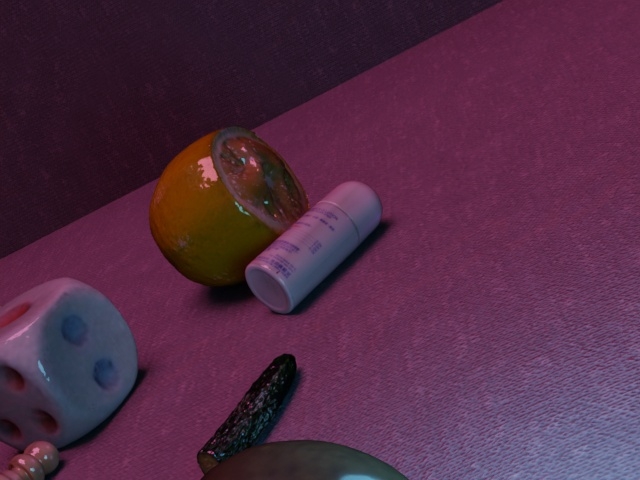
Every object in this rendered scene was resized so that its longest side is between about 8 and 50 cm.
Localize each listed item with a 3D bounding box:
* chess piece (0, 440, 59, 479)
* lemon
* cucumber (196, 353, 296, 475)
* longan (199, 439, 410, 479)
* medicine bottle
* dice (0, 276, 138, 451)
[{"bbox_3d":[-0.560,0.437,1.817,0.094,0.094,0.170,-14,22,36],"label":"chess piece"},{"bbox_3d":[-0.227,-0.053,2.200,0.364,0.364,0.364,-26,20,10],"label":"lemon"},{"bbox_3d":[-0.104,0.277,1.611,0.067,0.068,0.293,-14,24,37],"label":"cucumber"},{"bbox_3d":[0.000,0.350,1.018,0.288,0.288,0.350,-36,32,-18],"label":"longan"},{"bbox_3d":[0.000,0.000,2.032,0.130,0.130,0.341,-3,34,51],"label":"medicine bottle"},{"bbox_3d":[-0.557,0.254,1.996,0.268,0.263,0.265,-19,23,32],"label":"dice"}]
